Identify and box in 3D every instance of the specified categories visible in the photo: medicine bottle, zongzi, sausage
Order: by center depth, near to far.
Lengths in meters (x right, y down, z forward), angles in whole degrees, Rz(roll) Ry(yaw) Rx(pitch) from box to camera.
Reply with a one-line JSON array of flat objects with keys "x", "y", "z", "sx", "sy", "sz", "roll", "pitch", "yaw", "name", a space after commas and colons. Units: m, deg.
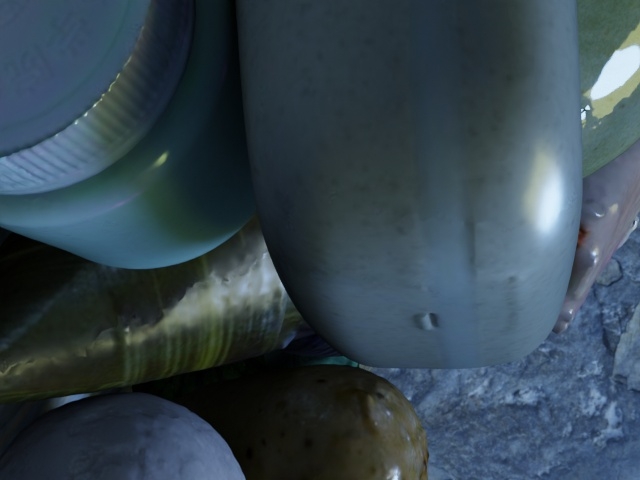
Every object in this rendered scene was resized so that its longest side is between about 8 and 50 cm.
[{"x": -0.094, "y": -0.067, "z": 0.525, "sx": 0.139, "sy": 0.139, "sz": 0.225, "roll": -59, "pitch": 170, "yaw": -2, "name": "medicine bottle"}, {"x": 0.035, "y": -0.144, "z": 0.538, "sx": 0.282, "sy": 0.123, "sz": 0.375, "roll": 61, "pitch": 26, "yaw": -72, "name": "medicine bottle"}, {"x": -0.025, "y": -0.103, "z": 0.719, "sx": 0.432, "sy": 0.208, "sz": 0.403, "roll": -12, "pitch": 129, "yaw": -54, "name": "zongzi"}, {"x": -0.108, "y": 0.185, "z": 0.911, "sx": 0.501, "sy": 0.136, "sz": 0.123, "roll": -31, "pitch": -144, "yaw": 48, "name": "sausage"}]

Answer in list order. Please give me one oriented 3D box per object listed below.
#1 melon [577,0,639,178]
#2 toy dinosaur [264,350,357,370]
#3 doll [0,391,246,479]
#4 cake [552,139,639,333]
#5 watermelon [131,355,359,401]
[{"x": 0.146, "y": -0.173, "z": 1.021, "sx": 0.330, "sy": 0.268, "sz": 0.268, "roll": -51, "pitch": 170, "yaw": 4, "name": "melon"}, {"x": 0.018, "y": 0.098, "z": 0.974, "sx": 0.079, "sy": 0.120, "sz": 0.291, "roll": -48, "pitch": -134, "yaw": 51, "name": "toy dinosaur"}, {"x": -0.123, "y": 0.205, "z": 0.638, "sx": 0.287, "sy": 0.151, "sz": 0.151, "roll": -74, "pitch": -176, "yaw": -47, "name": "doll"}, {"x": 0.193, "y": -0.087, "z": 1.408, "sx": 0.230, "sy": 0.309, "sz": 0.237, "roll": -55, "pitch": 166, "yaw": -33, "name": "cake"}, {"x": -0.063, "y": 0.108, "z": 1.079, "sx": 0.188, "sy": 0.188, "sz": 0.214, "roll": -56, "pitch": 146, "yaw": -19, "name": "watermelon"}]
